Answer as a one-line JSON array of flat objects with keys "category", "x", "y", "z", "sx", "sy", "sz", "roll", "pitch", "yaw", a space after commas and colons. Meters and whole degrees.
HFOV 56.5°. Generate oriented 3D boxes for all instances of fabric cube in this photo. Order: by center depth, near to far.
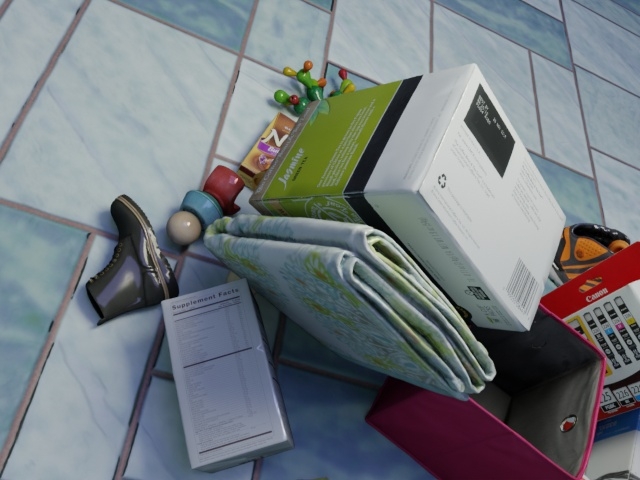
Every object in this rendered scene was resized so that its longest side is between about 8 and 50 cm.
[{"category": "fabric cube", "x": 0.283, "y": 0.259, "z": 1.026, "sx": 0.259, "sy": 0.258, "sz": 0.254, "roll": 38, "pitch": 50, "yaw": -2}]

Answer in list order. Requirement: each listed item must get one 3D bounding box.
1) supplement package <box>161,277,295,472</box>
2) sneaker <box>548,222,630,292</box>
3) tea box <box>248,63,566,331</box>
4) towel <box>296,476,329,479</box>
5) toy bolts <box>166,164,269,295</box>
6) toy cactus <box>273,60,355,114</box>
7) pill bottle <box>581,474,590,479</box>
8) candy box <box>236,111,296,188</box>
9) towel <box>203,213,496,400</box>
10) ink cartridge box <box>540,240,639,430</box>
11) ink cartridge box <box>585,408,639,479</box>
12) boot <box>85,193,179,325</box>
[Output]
[{"category": "supplement package", "x": -0.137, "y": 0.202, "z": 0.892, "sx": 0.139, "sy": 0.134, "sz": 0.244, "roll": -15, "pitch": 66, "yaw": -4}, {"category": "sneaker", "x": 0.663, "y": 0.098, "z": 1.375, "sx": 0.321, "sy": 0.180, "sz": 0.124, "roll": 49, "pitch": 52, "yaw": 7}, {"category": "tea box", "x": 0.136, "y": -0.047, "z": 0.906, "sx": 0.329, "sy": 0.323, "sz": 0.220, "roll": 45, "pitch": 62, "yaw": -33}, {"category": "towel", "x": -0.007, "y": 0.416, "z": 0.934, "sx": 0.060, "sy": 0.009, "sz": 0.083, "roll": 4, "pitch": 60, "yaw": -27}, {"category": "toy bolts", "x": -0.151, "y": -0.028, "z": 1.027, "sx": 0.228, "sy": 0.218, "sz": 0.158, "roll": 31, "pitch": 54, "yaw": 15}, {"category": "toy cactus", "x": 0.006, "y": -0.317, "z": 1.349, "sx": 0.219, "sy": 0.112, "sz": 0.181, "roll": -18, "pitch": 80, "yaw": -44}, {"category": "pill bottle", "x": 0.388, "y": 0.504, "z": 1.015, "sx": 0.124, "sy": 0.124, "sz": 0.221, "roll": 38, "pitch": 52, "yaw": -2}, {"category": "candy box", "x": -0.086, "y": -0.172, "z": 1.231, "sx": 0.109, "sy": 0.053, "sz": 0.187, "roll": 32, "pitch": 50, "yaw": -6}, {"category": "towel", "x": 0.031, "y": 0.082, "z": 0.859, "sx": 0.320, "sy": 0.374, "sz": 0.090, "roll": 46, "pitch": 68, "yaw": -29}, {"category": "ink cartridge box", "x": 0.558, "y": 0.193, "z": 1.178, "sx": 0.130, "sy": 0.309, "sz": 0.272, "roll": -13, "pitch": 67, "yaw": -33}, {"category": "ink cartridge box", "x": 0.628, "y": 0.511, "z": 1.134, "sx": 0.223, "sy": 0.129, "sz": 0.307, "roll": 39, "pitch": 51, "yaw": -1}, {"category": "boot", "x": -0.333, "y": 0.028, "z": 0.967, "sx": 0.137, "sy": 0.077, "sz": 0.198, "roll": -23, "pitch": 73, "yaw": -31}]
